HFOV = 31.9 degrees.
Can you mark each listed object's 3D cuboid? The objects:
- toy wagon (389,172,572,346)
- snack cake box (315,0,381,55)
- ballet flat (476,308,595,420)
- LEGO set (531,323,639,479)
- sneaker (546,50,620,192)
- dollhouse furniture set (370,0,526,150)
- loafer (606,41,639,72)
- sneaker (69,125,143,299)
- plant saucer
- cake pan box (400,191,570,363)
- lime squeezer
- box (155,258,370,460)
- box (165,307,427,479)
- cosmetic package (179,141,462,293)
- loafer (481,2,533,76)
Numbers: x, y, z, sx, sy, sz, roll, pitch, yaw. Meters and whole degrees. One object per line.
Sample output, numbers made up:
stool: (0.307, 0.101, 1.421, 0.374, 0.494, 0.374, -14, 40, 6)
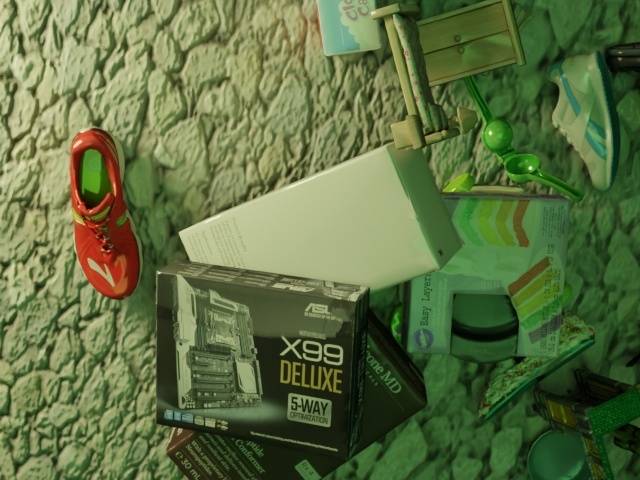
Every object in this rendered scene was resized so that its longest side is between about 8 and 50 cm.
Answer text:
toy wagon: (0.233, 0.071, 1.818, 0.344, 0.068, 0.267, -43, 100, 3)
snack cake box: (0.029, -0.414, 1.677, 0.089, 0.152, 0.264, -8, 101, -1)
ballet flat: (0.344, 0.202, 1.853, 0.241, 0.091, 0.077, -35, 70, -2)
LEGO set: (0.503, 0.299, 1.829, 0.331, 0.192, 0.255, -31, 104, -16)
sneaker: (0.424, -0.186, 1.787, 0.092, 0.087, 0.228, -7, 109, 25)
dollhouse furniture set: (0.180, -0.298, 1.579, 0.174, 0.355, 0.303, -15, 94, 15)
loafer: (0.603, -0.270, 1.771, 0.303, 0.109, 0.095, -4, 105, -6)
sneaker: (-0.346, -0.036, 1.732, 0.107, 0.118, 0.279, -10, 100, -2)
plant saucer: (0.408, 0.372, 1.906, 0.119, 0.021, 0.119, -1, 100, -4)
cake pan box: (0.256, 0.057, 1.750, 0.246, 0.070, 0.266, 4, 100, -2)
lime squeezer: (0.297, -0.155, 1.770, 0.059, 0.110, 0.310, -36, 70, 0)
box: (-0.087, 0.169, 1.624, 0.307, 0.076, 0.242, 8, 107, 17)
box: (-0.037, 0.277, 1.779, 0.381, 0.143, 0.191, -38, 100, 8)
cosmetic package: (0.000, 0.000, 1.672, 0.366, 0.155, 0.197, -20, 94, 23)
loafer: (0.295, -0.312, 1.771, 0.039, 0.045, 0.125, 27, 94, -15)
